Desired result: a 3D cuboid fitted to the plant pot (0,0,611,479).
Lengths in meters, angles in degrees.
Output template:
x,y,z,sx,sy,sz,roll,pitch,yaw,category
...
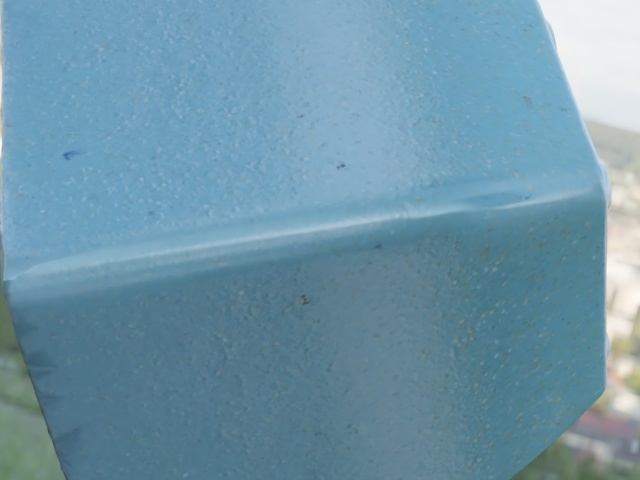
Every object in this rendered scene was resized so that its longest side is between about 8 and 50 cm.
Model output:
x,y,z,sx,sy,sz,roll,pitch,yaw,category
0.000,0.000,0.808,0.252,0.247,0.248,-9,44,-1,plant pot
